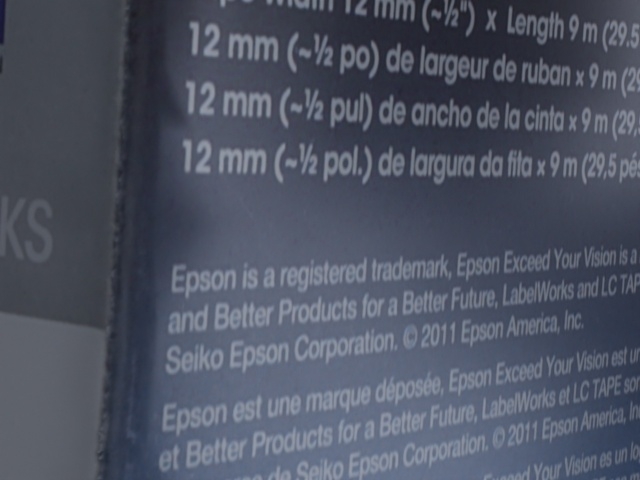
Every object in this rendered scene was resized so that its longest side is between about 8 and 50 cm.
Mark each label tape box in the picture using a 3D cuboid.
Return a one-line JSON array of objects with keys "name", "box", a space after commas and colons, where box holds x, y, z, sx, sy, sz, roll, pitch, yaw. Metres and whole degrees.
[{"name": "label tape box", "box": [0.000, 0.000, 0.447, 0.115, 0.249, 0.348, 5, -85, 37]}]
